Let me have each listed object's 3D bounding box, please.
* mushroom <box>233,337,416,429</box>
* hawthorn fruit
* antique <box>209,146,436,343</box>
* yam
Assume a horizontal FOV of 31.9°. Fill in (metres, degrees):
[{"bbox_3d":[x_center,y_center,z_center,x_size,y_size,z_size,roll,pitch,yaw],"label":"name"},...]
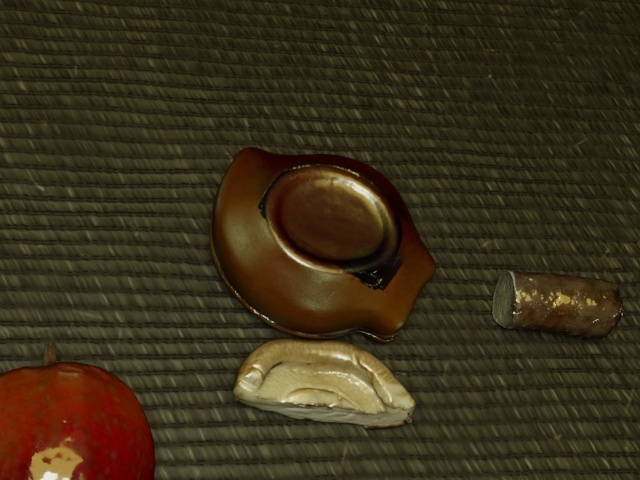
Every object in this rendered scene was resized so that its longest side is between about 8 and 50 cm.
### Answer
[{"bbox_3d":[0.002,0.159,1.272,0.210,0.072,0.094,7,68,-13],"label":"mushroom"},{"bbox_3d":[-0.274,0.216,1.116,0.215,0.215,0.249,-2,69,-13],"label":"hawthorn fruit"},{"bbox_3d":[0.000,0.000,1.309,0.278,0.129,0.223,37,62,2],"label":"antique"},{"bbox_3d":[0.289,0.079,1.367,0.141,0.079,0.079,7,66,-10],"label":"yam"}]
